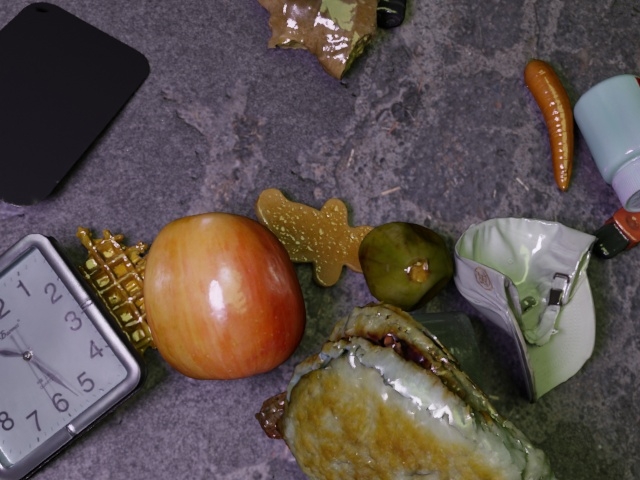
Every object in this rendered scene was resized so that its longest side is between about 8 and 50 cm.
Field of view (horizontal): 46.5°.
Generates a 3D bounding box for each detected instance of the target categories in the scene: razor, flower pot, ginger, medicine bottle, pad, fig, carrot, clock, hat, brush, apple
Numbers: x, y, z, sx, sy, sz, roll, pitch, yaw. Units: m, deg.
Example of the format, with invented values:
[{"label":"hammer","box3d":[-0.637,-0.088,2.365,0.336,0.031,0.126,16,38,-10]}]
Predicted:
[{"label":"razor","box3d":[0.123,-0.481,1.425,0.090,0.054,0.148,12,72,-7]},{"label":"flower pot","box3d":[0.194,0.227,1.186,0.108,0.103,0.229,-3,72,-12]},{"label":"ginger","box3d":[-0.020,-0.427,1.341,0.270,0.123,0.219,32,91,0]},{"label":"medicine bottle","box3d":[0.562,-0.177,1.348,0.139,0.139,0.225,-8,62,-13]},{"label":"pad","box3d":[-0.448,-0.207,1.246,0.315,0.063,0.375,29,59,0]},{"label":"fig","box3d":[0.140,0.044,1.183,0.144,0.166,0.154,-28,105,3]},{"label":"carrot","box3d":[0.444,-0.226,1.403,0.066,0.062,0.271,-9,76,-27]},{"label":"clock","box3d":[-0.421,0.169,1.074,0.273,0.049,0.279,-38,84,5]},{"label":"hat","box3d":[0.336,0.115,1.247,0.258,0.168,0.301,-17,99,-36]},{"label":"brush","box3d":[0.629,-0.062,1.394,0.323,0.051,0.070,-31,73,-15]},{"label":"apple","box3d":[-0.135,0.078,1.093,0.242,0.242,0.241,-12,87,-14]}]

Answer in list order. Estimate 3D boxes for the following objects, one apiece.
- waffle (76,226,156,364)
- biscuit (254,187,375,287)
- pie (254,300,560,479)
[{"label":"waffle","box3d":[-0.343,0.096,1.153,0.231,0.051,0.229,15,70,-7]},{"label":"biscuit","box3d":[-0.001,0.000,1.254,0.240,0.035,0.158,14,72,-13]},{"label":"pie","box3d":[0.131,0.298,1.016,0.418,0.395,0.180,46,49,10]}]
